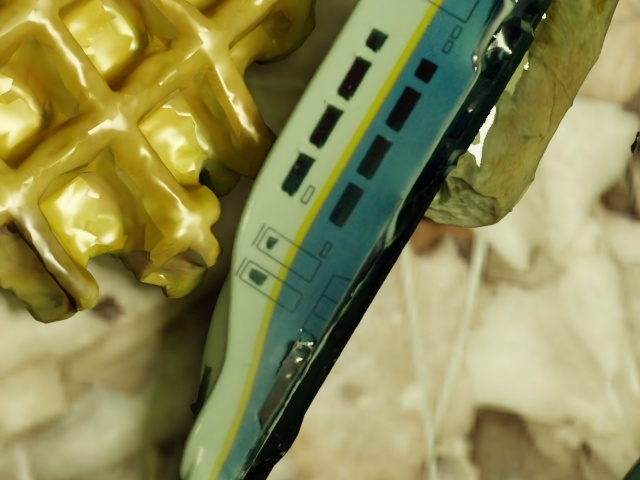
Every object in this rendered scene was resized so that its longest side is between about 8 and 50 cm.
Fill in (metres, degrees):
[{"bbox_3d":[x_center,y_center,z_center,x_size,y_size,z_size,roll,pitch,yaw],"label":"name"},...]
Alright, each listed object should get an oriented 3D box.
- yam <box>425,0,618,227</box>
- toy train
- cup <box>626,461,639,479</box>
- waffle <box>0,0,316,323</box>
[{"bbox_3d":[0.103,-0.147,0.709,0.067,0.071,0.317,21,75,19],"label":"yam"},{"bbox_3d":[0.000,0.000,0.628,0.051,0.052,0.234,33,101,12],"label":"toy train"},{"bbox_3d":[0.205,0.128,0.664,0.167,0.173,0.300,3,84,-21],"label":"cup"},{"bbox_3d":[-0.127,-0.110,0.613,0.309,0.065,0.283,7,81,-20],"label":"waffle"}]
